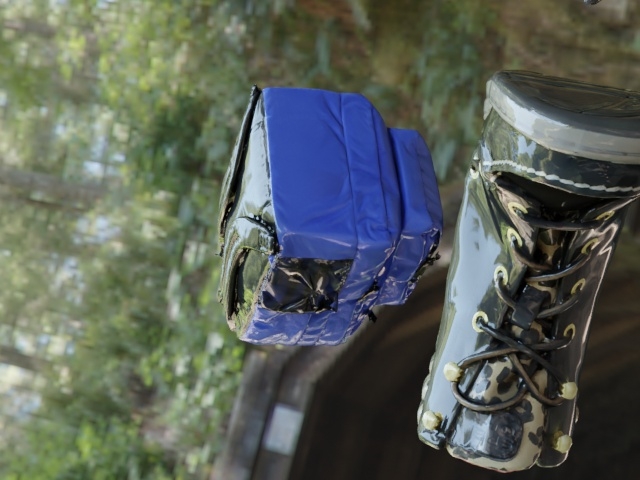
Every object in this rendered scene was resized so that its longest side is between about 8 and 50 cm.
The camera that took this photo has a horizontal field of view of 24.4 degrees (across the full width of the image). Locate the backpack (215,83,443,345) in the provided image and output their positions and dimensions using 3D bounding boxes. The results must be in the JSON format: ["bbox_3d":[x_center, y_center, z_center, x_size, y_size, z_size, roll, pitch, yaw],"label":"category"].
[{"bbox_3d":[0.000,0.000,0.719,0.120,0.101,0.098,117,158,-53],"label":"backpack"}]

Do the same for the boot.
[{"bbox_3d":[0.154,0.025,1.057,0.377,0.138,0.284,-98,19,-83],"label":"boot"}]

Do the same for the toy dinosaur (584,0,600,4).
[{"bbox_3d":[0.108,-0.106,0.325,0.064,0.118,0.268,122,139,-53],"label":"toy dinosaur"}]
